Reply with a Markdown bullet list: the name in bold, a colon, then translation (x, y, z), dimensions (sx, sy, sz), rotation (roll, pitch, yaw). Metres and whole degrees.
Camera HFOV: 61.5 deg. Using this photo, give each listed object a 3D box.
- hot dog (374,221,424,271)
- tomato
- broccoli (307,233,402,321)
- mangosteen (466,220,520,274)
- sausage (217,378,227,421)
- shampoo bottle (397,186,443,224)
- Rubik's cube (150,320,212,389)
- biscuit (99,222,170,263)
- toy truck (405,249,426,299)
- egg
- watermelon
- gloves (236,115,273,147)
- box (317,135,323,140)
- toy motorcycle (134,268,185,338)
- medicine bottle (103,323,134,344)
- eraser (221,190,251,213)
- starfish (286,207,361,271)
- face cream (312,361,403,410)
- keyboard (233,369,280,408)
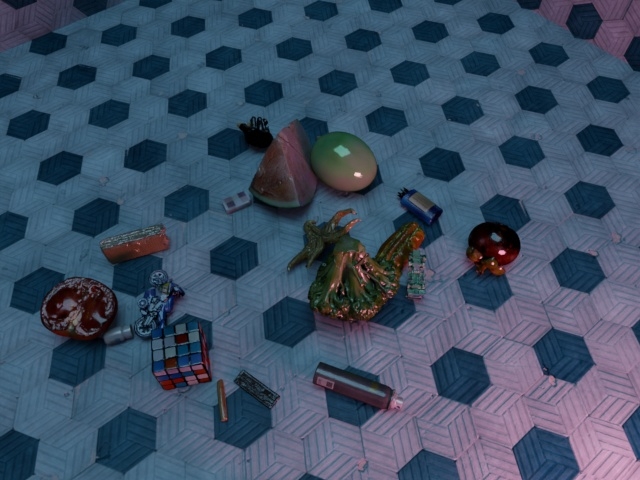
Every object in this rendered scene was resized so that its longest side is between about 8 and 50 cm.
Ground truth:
- **hot dog**: translation (0.284, 0.029, 1.959), dimensions (0.115, 0.072, 0.269), rotation (24, 60, 25)
- **tomato**: translation (-0.788, 0.236, 1.788), dimensions (0.233, 0.139, 0.200), rotation (16, 62, 0)
- **broccoli**: translation (0.107, 0.127, 1.770), dimensions (0.304, 0.283, 0.321), rotation (3, 37, 16)
- **mangosteen**: translation (0.607, 0.031, 1.905), dimensions (0.200, 0.199, 0.199), rotation (0, 56, 1)
- **sausage**: translation (-0.307, 0.495, 1.674), dimensions (0.024, 0.024, 0.132), rotation (-11, 57, -6)
- **shampoo bottle**: translation (0.378, -0.141, 2.082), dimensions (0.087, 0.050, 0.183), rotation (-40, 64, -20)
- **Rubik's cube**: translation (-0.436, 0.362, 1.688), dimensions (0.154, 0.155, 0.151), rotation (-11, 56, -7)
- **biscuit**: translation (-0.670, 0.012, 1.957), dimensions (0.239, 0.108, 0.061), rotation (-17, 59, -11)
- **toy truck**: translation (0.331, 0.121, 1.881), dimensions (0.067, 0.081, 0.175), rotation (4, 61, 3)
- **egg**: translation (0.090, -0.305, 2.095), dimensions (0.270, 0.220, 0.220), rotation (31, 61, 10)
- **watermelon**: translation (-0.161, -0.281, 2.112), dimensions (0.222, 0.319, 0.292), rotation (-18, 11, 22)
- **gloves**: translation (-0.280, -0.459, 2.295), dimensions (0.129, 0.106, 0.180), rotation (-17, 29, -12)
- **box**: translation (0.002, -0.381, 2.233), dimensions (0.035, 0.079, 0.083), rotation (0, 55, 2)
- **toy motorcycle**: translation (-0.542, 0.222, 1.828), dimensions (0.136, 0.092, 0.254), rotation (11, 65, -3)
- **medicine bottle**: translation (-0.670, 0.312, 1.787), dimensions (0.089, 0.052, 0.052), rotation (-15, 57, -9)
- **eraser**: translation (-0.330, -0.150, 2.112), dimensions (0.105, 0.026, 0.065), rotation (-25, 56, -15)
- **starfish**: translation (0.002, 0.003, 1.925), dimensions (0.299, 0.060, 0.302), rotation (5, 53, 52)
- **face cream**: translation (0.116, 0.456, 1.666), dimensions (0.284, 0.073, 0.073), rotation (18, 58, 12)
- **keyboard**: translation (-0.202, 0.468, 1.699), dimensions (0.155, 0.010, 0.053), rotation (31, 61, 20)
